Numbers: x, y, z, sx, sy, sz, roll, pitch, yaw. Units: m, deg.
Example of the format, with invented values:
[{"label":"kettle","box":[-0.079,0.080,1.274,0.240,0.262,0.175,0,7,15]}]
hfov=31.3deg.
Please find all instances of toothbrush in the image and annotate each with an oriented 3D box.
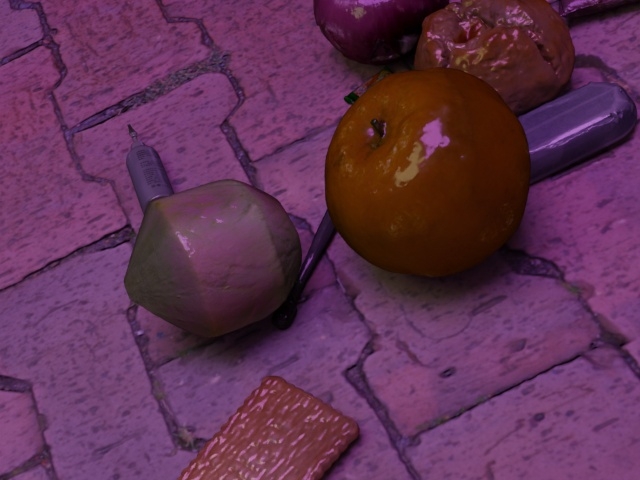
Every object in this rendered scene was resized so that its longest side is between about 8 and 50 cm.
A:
[{"label":"toothbrush","box":[0.000,0.000,1.593,0.030,0.030,0.297,23,57,5]}]

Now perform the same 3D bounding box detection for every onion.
[{"label":"onion","box":[0.103,-0.364,1.781,0.207,0.201,0.200,-14,39,-33]}]

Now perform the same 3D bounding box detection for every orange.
[{"label":"orange","box":[0.139,-0.083,1.467,0.279,0.235,0.279,-27,46,32]}]

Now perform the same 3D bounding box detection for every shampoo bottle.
[{"label":"shampoo bottle","box":[-0.269,-0.108,1.770,0.056,0.056,0.195,-25,45,-1]}]

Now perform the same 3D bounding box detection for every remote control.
[{"label":"remote control","box":[0.321,-0.146,1.585,0.247,0.052,0.104,-27,46,1]}]

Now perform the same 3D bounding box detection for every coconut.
[{"label":"coconut","box":[-0.147,0.026,1.506,0.235,0.205,0.236,1,55,-2]}]

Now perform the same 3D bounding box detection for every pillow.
[{"label":"pillow","box":[0.450,-0.390,1.756,0.185,0.043,0.118,-10,41,8]}]

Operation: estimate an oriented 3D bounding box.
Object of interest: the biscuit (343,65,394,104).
[{"label":"biscuit","box":[0.083,-0.238,1.777,0.089,0.016,0.046,-37,48,-12]}]

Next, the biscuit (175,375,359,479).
[{"label":"biscuit","box":[-0.081,0.283,1.372,0.160,0.030,0.250,24,62,35]}]

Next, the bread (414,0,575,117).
[{"label":"bread","box":[0.248,-0.278,1.662,0.244,0.134,0.244,-17,42,15]}]
